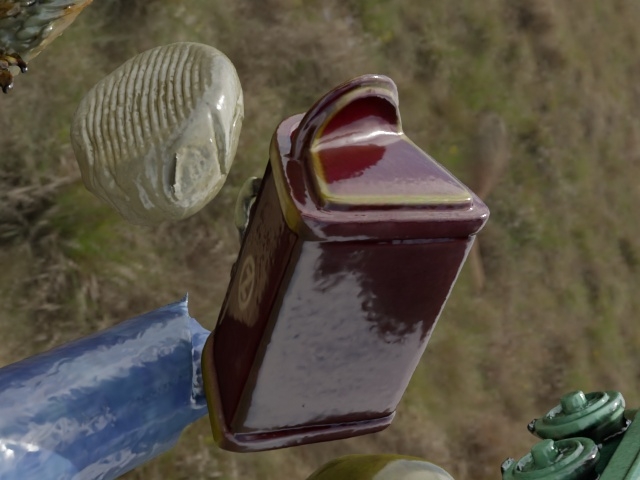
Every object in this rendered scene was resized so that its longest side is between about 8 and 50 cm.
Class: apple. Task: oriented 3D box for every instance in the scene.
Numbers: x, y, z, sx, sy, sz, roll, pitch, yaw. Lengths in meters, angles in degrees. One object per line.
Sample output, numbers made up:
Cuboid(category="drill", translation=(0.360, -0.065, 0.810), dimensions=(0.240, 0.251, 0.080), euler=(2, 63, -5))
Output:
Cuboid(category="apple", translation=(0.025, 0.135, 0.530), dimensions=(0.089, 0.090, 0.074), euler=(43, 50, -56))

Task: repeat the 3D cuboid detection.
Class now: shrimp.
Cuboid(category="shrimp", translation=(-0.078, -0.055, 0.300), dimensions=(0.025, 0.127, 0.091), euler=(40, 15, -22))

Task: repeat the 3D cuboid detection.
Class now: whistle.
Cuboid(category="whistle", translation=(-0.131, 0.084, 0.413), dimensions=(0.304, 0.062, 0.062), euler=(-21, 99, -53))

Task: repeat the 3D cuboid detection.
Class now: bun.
Cuboid(category="bun", translation=(-0.132, -0.083, 1.014), dimensions=(0.113, 0.167, 0.173), euler=(56, 47, -39))

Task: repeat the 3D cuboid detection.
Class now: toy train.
Cuboid(category="toy train", translation=(0.123, 0.101, 0.437), dimensions=(0.170, 0.111, 0.071), euler=(-30, 102, -58))

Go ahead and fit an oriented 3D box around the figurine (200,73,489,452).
Cuboid(category="figurine", translation=(-0.001, -0.001, 0.466), dimensions=(0.098, 0.082, 0.154), euler=(57, -43, 46))
